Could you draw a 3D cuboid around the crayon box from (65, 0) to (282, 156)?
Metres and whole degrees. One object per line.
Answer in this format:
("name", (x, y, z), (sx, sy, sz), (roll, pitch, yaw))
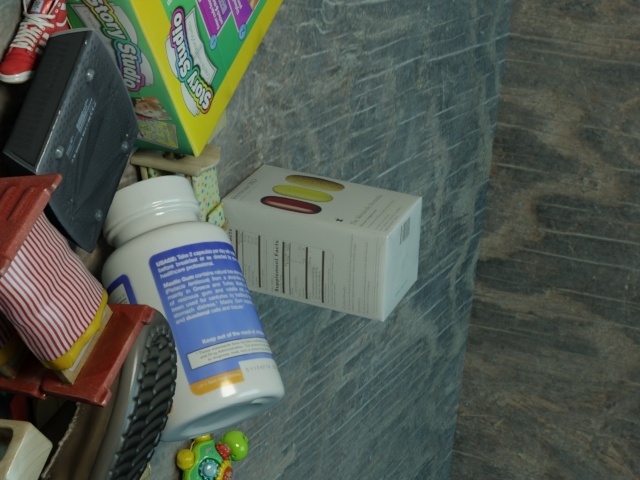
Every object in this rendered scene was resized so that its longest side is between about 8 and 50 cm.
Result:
("crayon box", (-0.158, -0.324, 1.491), (0.363, 0.106, 0.313), (72, 37, -53))

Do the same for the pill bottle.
("pill bottle", (-0.153, 0.072, 1.522), (0.272, 0.152, 0.152), (70, 15, 15))

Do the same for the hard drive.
("hard drive", (-0.249, -0.098, 1.388), (0.254, 0.054, 0.172), (81, 26, -73))

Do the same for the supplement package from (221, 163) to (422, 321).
("supplement package", (0.000, 0.000, 1.881), (0.139, 0.244, 0.134), (-47, 144, -55))

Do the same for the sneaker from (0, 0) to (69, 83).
("sneaker", (-0.280, -0.201, 1.332), (0.118, 0.042, 0.067), (-61, 159, -54))

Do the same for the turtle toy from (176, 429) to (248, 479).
("turtle toy", (-0.149, 0.311, 1.919), (0.130, 0.066, 0.095), (-53, 148, -48))

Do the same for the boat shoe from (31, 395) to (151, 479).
("boat shoe", (-0.246, 0.278, 1.537), (0.121, 0.110, 0.341), (-99, -174, -59))

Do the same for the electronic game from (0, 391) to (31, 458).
("electronic game", (-0.358, 0.222, 1.357), (0.229, 0.048, 0.229), (12, 90, -69))

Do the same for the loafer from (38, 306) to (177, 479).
("loafer", (-0.254, 0.230, 1.387), (0.134, 0.130, 0.366), (-8, 119, -76))

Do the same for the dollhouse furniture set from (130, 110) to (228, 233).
("dollhouse furniture set", (-0.140, -0.057, 1.690), (0.161, 0.101, 0.182), (-54, 149, -47))

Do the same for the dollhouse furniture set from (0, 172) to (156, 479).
("dollhouse furniture set", (-0.318, 0.143, 1.199), (0.201, 0.152, 0.374), (59, 43, -43))
